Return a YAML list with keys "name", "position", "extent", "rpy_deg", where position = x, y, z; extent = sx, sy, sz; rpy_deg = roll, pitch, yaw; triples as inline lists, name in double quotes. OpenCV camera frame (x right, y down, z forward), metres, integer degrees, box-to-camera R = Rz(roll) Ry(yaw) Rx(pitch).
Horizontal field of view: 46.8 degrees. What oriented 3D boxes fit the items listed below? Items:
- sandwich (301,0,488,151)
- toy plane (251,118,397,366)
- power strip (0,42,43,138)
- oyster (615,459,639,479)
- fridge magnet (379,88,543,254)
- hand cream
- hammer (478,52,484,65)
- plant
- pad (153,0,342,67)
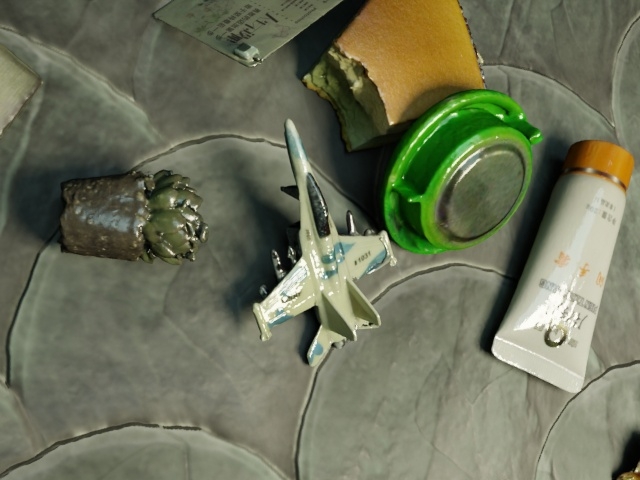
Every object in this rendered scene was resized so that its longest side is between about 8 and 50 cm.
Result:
- name: "sandwich"
  position: [0.073, -0.230, 0.864]
  extent: [0.186, 0.108, 0.220]
  rpy_deg: [-15, 85, -28]
- name: "toy plane"
  position: [-0.006, -0.001, 0.782]
  extent: [0.192, 0.088, 0.262]
  rpy_deg: [-27, 106, -30]
- name: "power strip"
  position: [-0.416, -0.122, 0.622]
  extent: [0.251, 0.092, 0.257]
  rpy_deg: [40, 64, -22]
- name: "oyster"
  position: [0.453, 0.427, 0.914]
  extent: [0.221, 0.096, 0.361]
  rpy_deg: [24, 67, -12]
- name: "fridge magnet"
  position: [0.160, -0.070, 0.840]
  extent: [0.208, 0.088, 0.208]
  rpy_deg: [-20, 132, -24]
- name: "hand cream"
  position: [0.310, 0.024, 0.942]
  extent: [0.140, 0.089, 0.314]
  rpy_deg: [23, 78, -17]
- name: "hammer"
  position: [0.156, -0.308, 0.969]
  extent: [0.060, 0.028, 0.195]
  rpy_deg: [-35, 96, -22]
- name: "plant"
  position: [-0.178, -0.020, 0.716]
  extent: [0.143, 0.094, 0.092]
  rpy_deg: [0, 64, -14]
- name: "pad"
  position: [-0.041, -0.291, 0.825]
  extent: [0.159, 0.009, 0.265]
  rpy_deg: [32, 61, 28]
